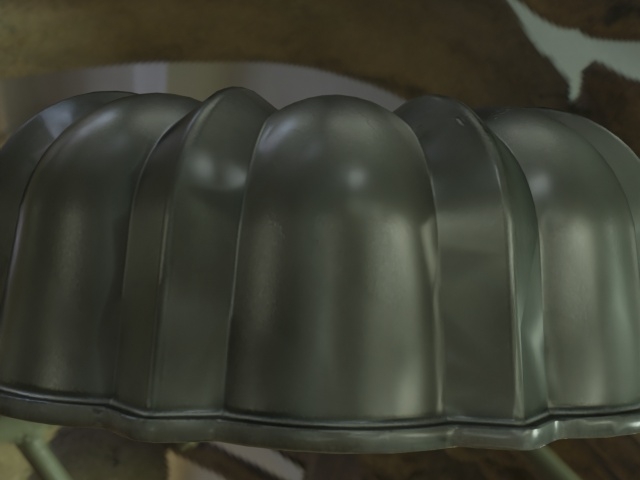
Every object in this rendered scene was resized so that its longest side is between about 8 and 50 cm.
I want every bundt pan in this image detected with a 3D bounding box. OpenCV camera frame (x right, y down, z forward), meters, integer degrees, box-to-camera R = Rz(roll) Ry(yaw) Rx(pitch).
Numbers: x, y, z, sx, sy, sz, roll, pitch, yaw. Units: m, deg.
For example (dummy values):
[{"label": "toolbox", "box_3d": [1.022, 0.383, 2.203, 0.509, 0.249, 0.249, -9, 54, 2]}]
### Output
[{"label": "bundt pan", "box_3d": [0.000, 0.000, 0.550, 0.331, 0.331, 0.124, 8, -84, 56]}]
